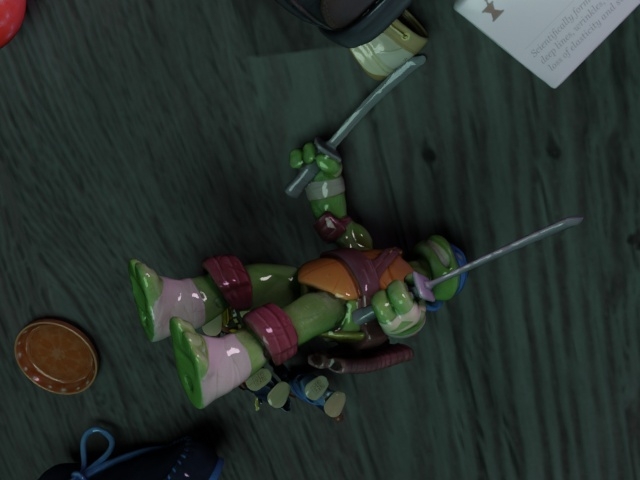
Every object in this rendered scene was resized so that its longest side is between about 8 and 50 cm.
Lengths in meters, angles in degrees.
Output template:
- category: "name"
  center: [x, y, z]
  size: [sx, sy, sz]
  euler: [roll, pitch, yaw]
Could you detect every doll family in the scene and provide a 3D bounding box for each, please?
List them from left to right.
- category: "doll family"
  center: [-0.055, 0.097, 1.118]
  size: [0.193, 0.076, 0.111]
  euler: [54, 162, -8]

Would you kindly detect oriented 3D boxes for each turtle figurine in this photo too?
- category: "turtle figurine"
  center: [0.000, 0.000, 0.976]
  size: [0.198, 0.266, 0.274]
  euler: [64, 158, 17]

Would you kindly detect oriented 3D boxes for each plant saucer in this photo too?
- category: "plant saucer"
  center: [-0.249, 0.109, 1.229]
  size: [0.083, 0.013, 0.083]
  euler: [6, 121, 11]

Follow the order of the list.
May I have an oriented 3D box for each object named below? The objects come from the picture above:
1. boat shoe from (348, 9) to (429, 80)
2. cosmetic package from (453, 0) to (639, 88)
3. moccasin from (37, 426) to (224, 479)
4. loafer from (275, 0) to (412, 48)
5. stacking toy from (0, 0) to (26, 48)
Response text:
- category: "boat shoe"
  center: [0.020, -0.200, 0.950]
  size: [0.059, 0.063, 0.170]
  euler: [-29, 115, 21]
- category: "cosmetic package"
  center: [0.159, -0.199, 0.807]
  size: [0.085, 0.231, 0.117]
  euler: [37, 122, -11]
- category: "moccasin"
  center: [-0.239, 0.275, 1.254]
  size: [0.342, 0.138, 0.117]
  euler: [-37, 101, 29]
- category: "loafer"
  center: [0.070, -0.256, 0.818]
  size: [0.095, 0.109, 0.302]
  euler: [21, 120, -35]
- category: "stacking toy"
  center: [-0.397, -0.195, 1.023]
  size: [0.330, 0.141, 0.141]
  euler: [5, 121, 8]
